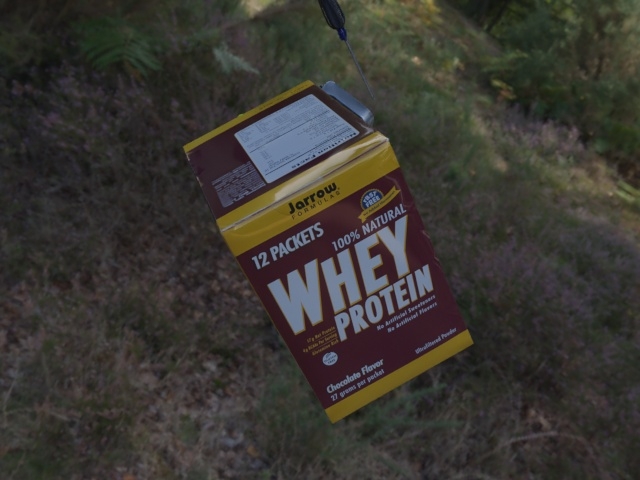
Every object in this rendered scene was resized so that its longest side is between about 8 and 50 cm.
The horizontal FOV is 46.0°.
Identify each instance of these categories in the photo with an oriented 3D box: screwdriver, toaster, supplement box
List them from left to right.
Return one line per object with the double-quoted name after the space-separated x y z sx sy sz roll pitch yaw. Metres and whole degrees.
0.000 -0.165 1.350 0.110 0.168 0.185 37 -13 6 "toaster"
0.000 0.000 0.619 0.191 0.129 0.194 63 -4 -29 "supplement box"
0.034 -0.250 0.979 0.025 0.024 0.169 5 -40 32 "screwdriver"

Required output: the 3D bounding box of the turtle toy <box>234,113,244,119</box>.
-0.057 -0.076 0.799 0.095 0.066 0.130 26 -15 50 "turtle toy"
